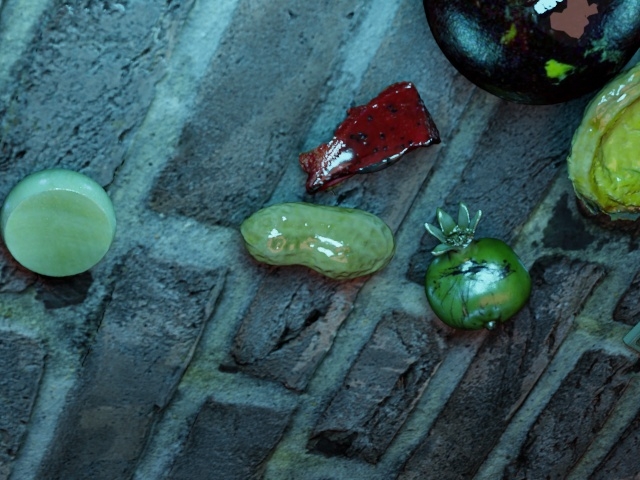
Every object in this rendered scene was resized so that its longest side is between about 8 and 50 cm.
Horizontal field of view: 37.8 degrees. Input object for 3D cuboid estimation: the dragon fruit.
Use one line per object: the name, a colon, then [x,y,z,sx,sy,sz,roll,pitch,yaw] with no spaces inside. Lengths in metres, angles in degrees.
dragon fruit: [0.069,-0.107,1.229,0.192,0.122,0.092,-30,141,1]

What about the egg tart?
egg tart: [0.465,-0.158,1.332,0.279,0.095,0.278,-10,130,-12]

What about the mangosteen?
mangosteen: [0.254,-0.294,1.079,0.288,0.288,0.288,-8,124,-12]

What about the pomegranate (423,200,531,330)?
pomegranate: [0.222,0.041,1.365,0.152,0.131,0.191,-20,119,0]

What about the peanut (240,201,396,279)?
peanut: [0.000,0.000,1.281,0.226,0.108,0.095,9,125,-20]

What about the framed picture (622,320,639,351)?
framed picture: [0.711,0.153,1.654,0.315,0.024,0.232,28,111,-29]

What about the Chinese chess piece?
Chinese chess piece: [-0.334,-0.023,1.193,0.144,0.058,0.144,-7,123,-11]
